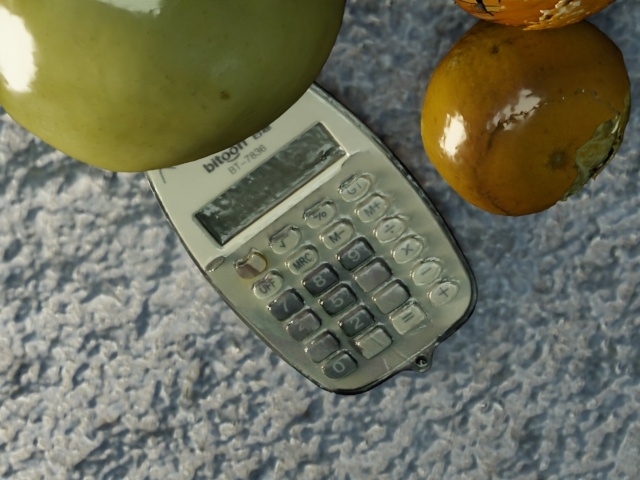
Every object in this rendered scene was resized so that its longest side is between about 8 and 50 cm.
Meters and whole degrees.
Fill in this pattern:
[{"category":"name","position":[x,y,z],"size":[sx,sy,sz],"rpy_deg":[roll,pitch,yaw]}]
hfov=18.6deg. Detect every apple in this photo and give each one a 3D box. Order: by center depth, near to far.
[{"category":"apple","position":[-0.119,-0.179,1.332],"size":[0.262,0.262,0.262],"rpy_deg":[2,108,6]}]

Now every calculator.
[{"category":"calculator","position":[0.000,0.000,1.482],"size":[0.177,0.040,0.268],"rpy_deg":[-35,102,16]}]

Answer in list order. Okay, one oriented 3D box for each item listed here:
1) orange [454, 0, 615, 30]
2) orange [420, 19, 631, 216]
[{"category":"orange","position":[0.133,-0.254,1.289],"size":[0.182,0.234,0.234],"rpy_deg":[-10,109,41]},{"category":"orange","position":[0.146,-0.096,1.395],"size":[0.156,0.134,0.156],"rpy_deg":[-16,144,-12]}]
